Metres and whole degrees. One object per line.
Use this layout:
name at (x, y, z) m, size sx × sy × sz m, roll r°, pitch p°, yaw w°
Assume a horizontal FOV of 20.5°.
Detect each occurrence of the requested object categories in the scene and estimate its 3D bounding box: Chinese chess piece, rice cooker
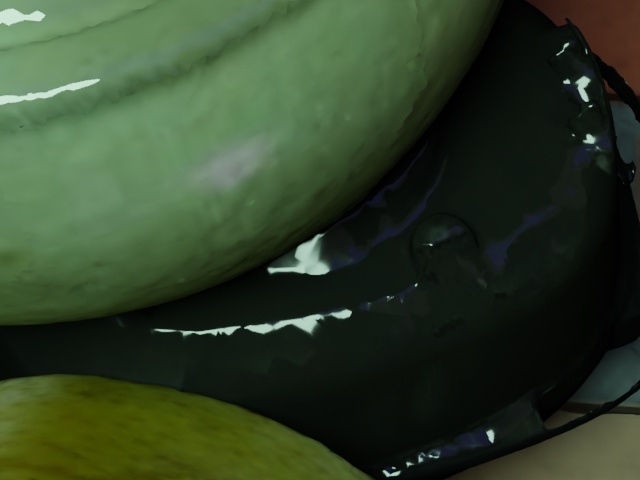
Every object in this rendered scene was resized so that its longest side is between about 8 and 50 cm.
Chinese chess piece at (-0.072, -0.103, 0.431) m, size 0.250 × 0.101 × 0.250 m, roll -2°, pitch 64°, yaw 4°
rice cooker at (0.001, 0.000, 0.495) m, size 0.203 × 0.118 × 0.142 m, roll -15°, pitch 62°, yaw -2°

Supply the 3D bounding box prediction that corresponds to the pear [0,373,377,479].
pear at (-0.052, 0.157, 0.348) m, size 0.267 × 0.178 × 0.267 m, roll 0°, pitch 88°, yaw 1°
